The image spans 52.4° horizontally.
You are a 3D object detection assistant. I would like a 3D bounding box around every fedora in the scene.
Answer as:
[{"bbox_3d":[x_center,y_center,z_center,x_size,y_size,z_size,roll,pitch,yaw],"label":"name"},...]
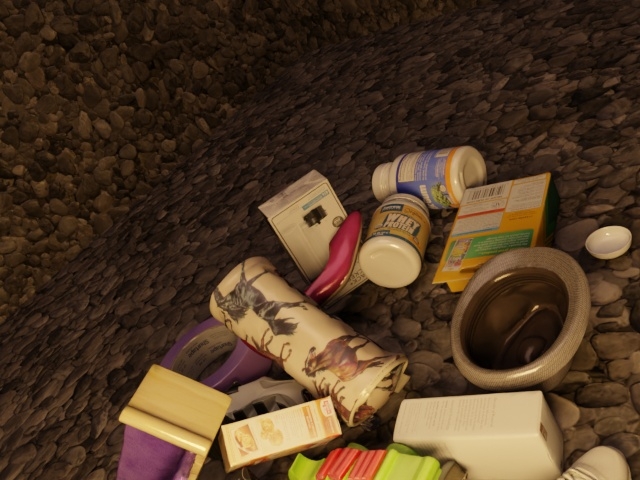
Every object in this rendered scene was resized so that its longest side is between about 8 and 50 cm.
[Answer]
[{"bbox_3d":[0.352,0.155,1.113,0.244,0.124,0.275,-11,43,37],"label":"fedora"}]

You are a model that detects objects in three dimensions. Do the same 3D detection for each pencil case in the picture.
[{"bbox_3d":[-0.030,0.183,1.245,0.410,0.183,0.160,33,90,29],"label":"pencil case"}]

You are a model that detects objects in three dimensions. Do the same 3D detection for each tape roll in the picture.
[{"bbox_3d":[-0.251,0.296,1.530,0.275,0.090,0.275,-25,28,14],"label":"tape roll"}]

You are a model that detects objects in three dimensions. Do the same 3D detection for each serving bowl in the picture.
[{"bbox_3d":[0.555,0.009,1.248,0.083,0.027,0.083,-24,30,15],"label":"serving bowl"}]

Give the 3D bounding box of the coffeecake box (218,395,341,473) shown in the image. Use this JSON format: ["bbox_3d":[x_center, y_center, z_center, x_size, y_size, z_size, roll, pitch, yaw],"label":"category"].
[{"bbox_3d":[-0.073,0.331,1.102,0.185,0.142,0.068,-12,69,-16],"label":"coffeecake box"}]

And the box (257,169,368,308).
[{"bbox_3d":[0.000,0.000,1.539,0.169,0.290,0.087,-34,29,-8],"label":"box"}]

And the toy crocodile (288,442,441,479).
[{"bbox_3d":[0.063,0.371,1.023,0.115,0.105,0.340,-51,10,-30],"label":"toy crocodile"}]

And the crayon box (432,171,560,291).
[{"bbox_3d":[0.379,-0.002,1.382,0.203,0.083,0.323,-10,34,35],"label":"crayon box"}]

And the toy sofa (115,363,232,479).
[{"bbox_3d":[-0.285,0.398,1.125,0.177,0.150,0.362,-65,-1,-48],"label":"toy sofa"}]

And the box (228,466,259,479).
[{"bbox_3d":[-0.093,0.499,0.969,0.142,0.163,0.247,-38,28,-4],"label":"box"}]

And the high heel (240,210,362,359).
[{"bbox_3d":[-0.032,0.085,1.432,0.181,0.127,0.377,19,72,5],"label":"high heel"}]

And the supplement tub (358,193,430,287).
[{"bbox_3d":[0.178,-0.003,1.518,0.144,0.144,0.199,-14,33,30],"label":"supplement tub"}]

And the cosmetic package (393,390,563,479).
[{"bbox_3d":[0.241,0.303,0.999,0.231,0.117,0.085,-13,35,30],"label":"cosmetic package"}]

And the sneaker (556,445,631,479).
[{"bbox_3d":[0.327,0.354,0.856,0.235,0.095,0.090,-43,28,-22],"label":"sneaker"}]

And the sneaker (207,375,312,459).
[{"bbox_3d":[-0.150,0.353,1.335,0.331,0.122,0.146,-16,14,29],"label":"sneaker"}]

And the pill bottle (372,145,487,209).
[{"bbox_3d":[0.270,-0.152,1.658,0.272,0.152,0.152,-2,40,44],"label":"pill bottle"}]

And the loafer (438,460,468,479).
[{"bbox_3d":[0.179,0.432,0.905,0.087,0.094,0.251,11,49,14],"label":"loafer"}]
